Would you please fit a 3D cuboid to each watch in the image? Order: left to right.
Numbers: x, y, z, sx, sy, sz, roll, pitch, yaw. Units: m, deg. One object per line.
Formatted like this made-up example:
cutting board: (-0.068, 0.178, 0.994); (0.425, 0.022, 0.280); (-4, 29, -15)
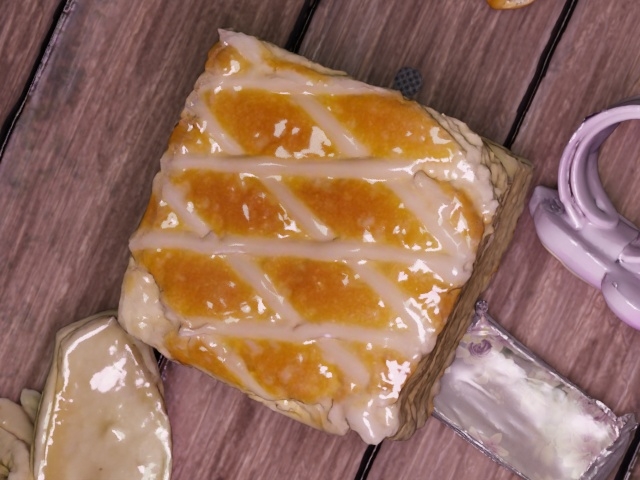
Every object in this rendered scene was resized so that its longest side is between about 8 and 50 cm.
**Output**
watch: (0.373, -0.036, 1.688); (0.248, 0.211, 0.217); (39, 117, 13)

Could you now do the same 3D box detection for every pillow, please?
pillow: (0.237, 0.198, 1.790); (0.255, 0.059, 0.169); (39, 103, 6)

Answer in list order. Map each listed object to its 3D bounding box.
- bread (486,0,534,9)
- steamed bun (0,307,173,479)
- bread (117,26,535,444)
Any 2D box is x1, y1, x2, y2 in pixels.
bread: (0.200, -0.392, 1.789); (0.092, 0.074, 0.239); (-23, 88, 0)
steamed bun: (-0.305, 0.302, 1.803); (0.247, 0.189, 0.428); (-11, 95, -26)
bread: (0.000, 0.000, 1.690); (0.390, 0.279, 0.371); (26, 93, 17)
